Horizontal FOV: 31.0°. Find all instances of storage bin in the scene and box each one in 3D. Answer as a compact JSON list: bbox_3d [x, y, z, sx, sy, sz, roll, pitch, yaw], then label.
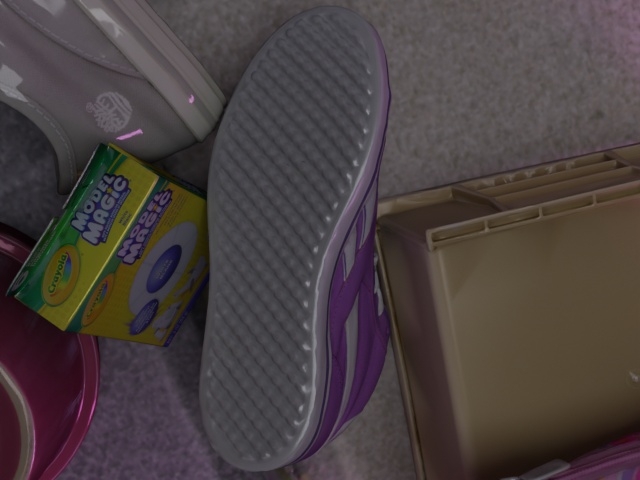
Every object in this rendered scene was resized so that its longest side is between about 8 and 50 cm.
[{"bbox_3d":[0.192,0.079,0.798,0.260,0.123,0.262,-13,101,-10],"label":"storage bin"}]

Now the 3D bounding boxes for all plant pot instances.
[{"bbox_3d":[-0.230,0.092,0.681,0.201,0.180,0.201,-2,100,-12],"label":"plant pot"}]

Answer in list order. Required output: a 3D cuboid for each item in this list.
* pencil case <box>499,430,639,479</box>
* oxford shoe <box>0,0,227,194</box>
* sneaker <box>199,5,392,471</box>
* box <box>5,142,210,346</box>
[{"bbox_3d":[0.214,0.164,0.691,0.284,0.124,0.124,-17,102,-7],"label":"pencil case"},{"bbox_3d":[-0.241,-0.193,0.645,0.130,0.169,0.449,-43,110,-1],"label":"oxford shoe"},{"bbox_3d":[-0.001,0.000,0.746,0.102,0.161,0.282,13,92,23],"label":"sneaker"},{"bbox_3d":[-0.113,0.006,0.695,0.043,0.179,0.105,32,91,19],"label":"box"}]
